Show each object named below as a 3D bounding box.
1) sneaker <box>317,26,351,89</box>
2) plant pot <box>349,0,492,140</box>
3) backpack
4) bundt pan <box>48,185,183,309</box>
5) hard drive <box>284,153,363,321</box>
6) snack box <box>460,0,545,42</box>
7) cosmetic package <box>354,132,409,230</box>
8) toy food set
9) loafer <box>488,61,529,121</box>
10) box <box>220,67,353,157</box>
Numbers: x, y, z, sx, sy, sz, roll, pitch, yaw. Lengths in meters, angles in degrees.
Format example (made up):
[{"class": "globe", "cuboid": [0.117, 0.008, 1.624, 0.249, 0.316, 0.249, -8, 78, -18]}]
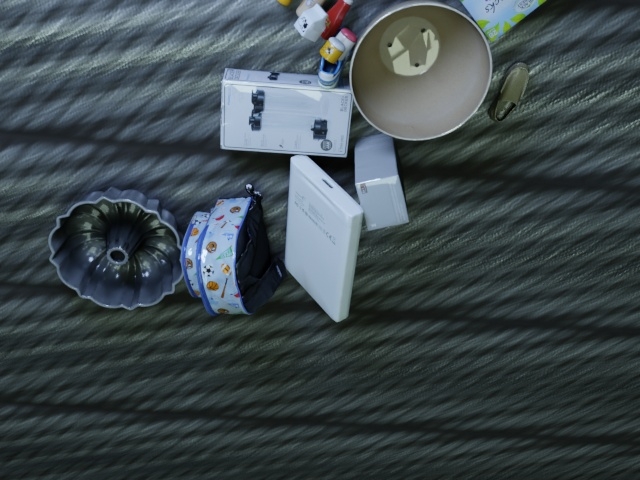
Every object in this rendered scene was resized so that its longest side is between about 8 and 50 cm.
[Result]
[{"class": "sneaker", "cuboid": [0.033, -0.396, 1.543, 0.053, 0.059, 0.144, 15, 79, 7]}, {"class": "plant pot", "cuboid": [0.199, -0.378, 1.515, 0.284, 0.191, 0.284, 0, 123, 0]}, {"class": "backpack", "cuboid": [-0.218, 0.047, 1.738, 0.213, 0.263, 0.276, -10, 123, 10]}, {"class": "bundt pan", "cuboid": [-0.488, 0.007, 1.790, 0.331, 0.124, 0.330, 0, 123, 0]}, {"class": "hard drive", "cuboid": [0.000, 0.000, 1.706, 0.047, 0.233, 0.353, -24, 142, -28]}, {"class": "snack box", "cuboid": [0.383, -0.544, 1.484, 0.207, 0.070, 0.174, -35, 117, 21]}, {"class": "cosmetic package", "cuboid": [0.136, -0.139, 1.640, 0.107, 0.238, 0.127, -13, 123, 7]}, {"class": "toy food set", "cuboid": [0.011, -0.464, 1.470, 0.111, 0.232, 0.104, 9, 130, -48]}, {"class": "loafer", "cuboid": [0.431, -0.329, 1.635, 0.056, 0.050, 0.148, 13, 122, -10]}, {"class": "box", "cuboid": [-0.078, -0.288, 1.629, 0.290, 0.087, 0.169, 2, 123, -3]}]
